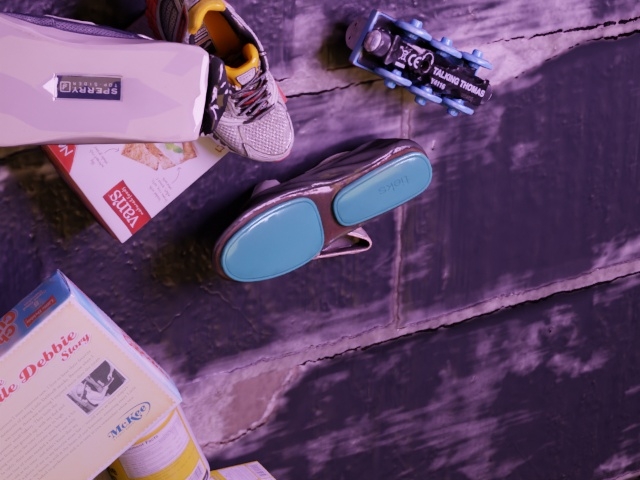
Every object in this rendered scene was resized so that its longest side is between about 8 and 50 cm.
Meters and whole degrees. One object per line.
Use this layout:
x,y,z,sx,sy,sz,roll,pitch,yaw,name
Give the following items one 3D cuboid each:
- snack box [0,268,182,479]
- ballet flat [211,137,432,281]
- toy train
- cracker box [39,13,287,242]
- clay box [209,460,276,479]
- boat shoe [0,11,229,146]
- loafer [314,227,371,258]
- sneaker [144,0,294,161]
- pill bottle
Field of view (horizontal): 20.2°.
-0.317,0.199,1.790,0.322,0.060,0.187,-41,126,0,snack box
-0.010,-0.036,1.951,0.280,0.096,0.095,-24,122,-22,ballet flat
0.104,-0.193,1.947,0.184,0.105,0.080,19,97,-39,toy train
-0.166,-0.132,1.819,0.232,0.067,0.156,-42,128,-10,cracker box
-0.138,0.318,2.015,0.222,0.127,0.053,-9,118,-30,clay box
-0.267,-0.143,1.638,0.340,0.158,0.127,7,92,-22,boat shoe
0.000,0.000,2.012,0.125,0.039,0.045,-7,116,-32,loafer
-0.090,-0.157,1.755,0.088,0.093,0.225,-43,127,-10,sneaker
-0.194,0.206,1.939,0.103,0.103,0.184,-33,126,-17,pill bottle
